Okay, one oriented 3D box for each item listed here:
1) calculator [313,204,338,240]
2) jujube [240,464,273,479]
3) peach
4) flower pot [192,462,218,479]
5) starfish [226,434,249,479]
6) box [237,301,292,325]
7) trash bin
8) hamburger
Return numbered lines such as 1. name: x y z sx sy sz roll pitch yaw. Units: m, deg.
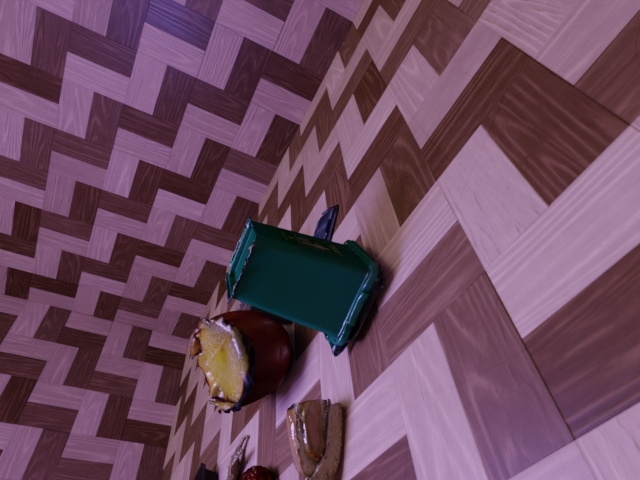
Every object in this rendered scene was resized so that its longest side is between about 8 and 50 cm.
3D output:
1. calculator: 0.001 0.000 1.679 0.166 0.028 0.273 -31 41 65
2. jujube: -0.201 0.768 1.384 0.166 0.104 0.104 156 131 -67
3. peach: -0.280 0.401 1.530 0.353 0.339 0.416 -31 -11 -9
4. flower pot: -0.517 1.116 1.888 0.250 0.084 0.178 -63 21 16
5. starfish: -0.332 0.863 1.643 0.295 0.048 0.231 -97 27 -81
6. box: -0.206 0.189 1.803 0.225 0.191 0.296 -30 43 63
7. trash bin: -0.056 0.116 1.197 0.294 0.382 0.259 -66 19 11
8. hamburger: -0.010 0.523 1.114 0.155 0.136 0.207 111 153 -55
